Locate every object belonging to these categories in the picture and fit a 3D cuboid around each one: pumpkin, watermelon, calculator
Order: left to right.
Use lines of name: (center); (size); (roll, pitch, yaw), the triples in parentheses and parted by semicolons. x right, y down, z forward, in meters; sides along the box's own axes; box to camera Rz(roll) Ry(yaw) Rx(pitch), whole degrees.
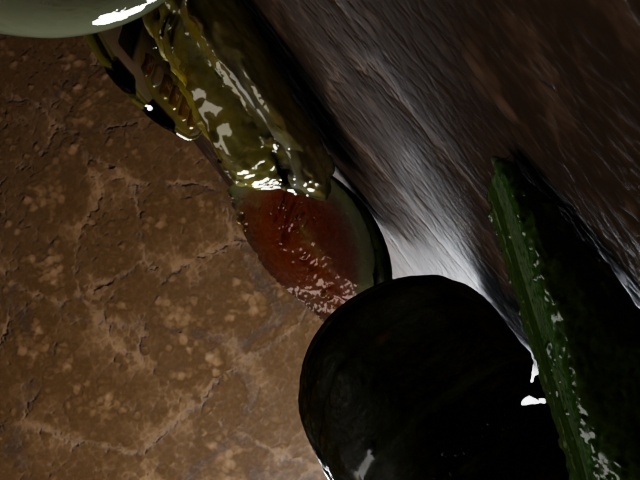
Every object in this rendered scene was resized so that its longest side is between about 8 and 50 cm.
calculator: (-0.157, -0.197, 1.526); (0.033, 0.157, 0.236); (-2, 151, 27)
watermelon: (-0.004, -0.001, 1.576); (0.245, 0.119, 0.063); (50, -174, 29)
pumpkin: (0.113, 0.175, 1.280); (0.320, 0.192, 0.320); (54, 174, 8)

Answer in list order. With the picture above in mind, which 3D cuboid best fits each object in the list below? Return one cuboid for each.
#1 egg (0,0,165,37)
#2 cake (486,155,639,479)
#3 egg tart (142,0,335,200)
egg: (-0.152, -0.216, 0.838); (0.219, 0.219, 0.269); (56, 178, -39)
cake: (0.136, 0.070, 0.866); (0.235, 0.099, 0.100); (53, 174, 13)
egg tart: (-0.085, -0.143, 1.451); (0.279, 0.095, 0.279); (56, 178, 3)
